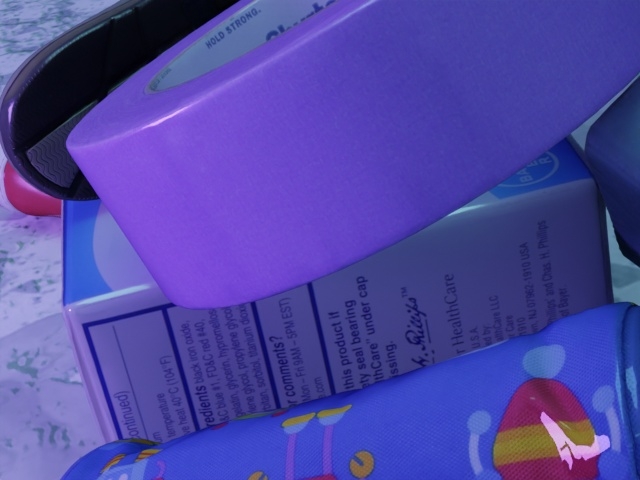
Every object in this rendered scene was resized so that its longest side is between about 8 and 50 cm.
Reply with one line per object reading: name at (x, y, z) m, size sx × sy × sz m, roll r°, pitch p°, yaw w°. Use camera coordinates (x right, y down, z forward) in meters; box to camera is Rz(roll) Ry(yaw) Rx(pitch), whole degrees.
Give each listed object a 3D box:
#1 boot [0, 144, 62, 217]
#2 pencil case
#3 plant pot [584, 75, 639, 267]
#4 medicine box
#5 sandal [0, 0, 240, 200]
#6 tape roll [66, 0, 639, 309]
boot at (-0.126, -0.092, 1.114) m, size 0.176 × 0.088 × 0.244 m, roll 13°, pitch 47°, yaw 35°
pencil case at (0.028, 0.116, 0.601) m, size 0.306 × 0.119 × 0.133 m, roll -18°, pitch -7°, yaw 28°
plant pot at (0.306, -0.019, 0.632) m, size 0.248 × 0.247 × 0.252 m, roll -45°, pitch 69°, yaw 3°
medicine box at (0.000, 0.000, 0.850) m, size 0.289 × 0.149 × 0.263 m, roll -13°, pitch 30°, yaw -3°
sandal at (-0.056, -0.123, 0.822) m, size 0.303 × 0.120 × 0.086 m, roll -25°, pitch 18°, yaw -21°
tape roll at (0.021, -0.082, 0.647) m, size 0.275 × 0.090 × 0.275 m, roll -30°, pitch 16°, yaw 9°
